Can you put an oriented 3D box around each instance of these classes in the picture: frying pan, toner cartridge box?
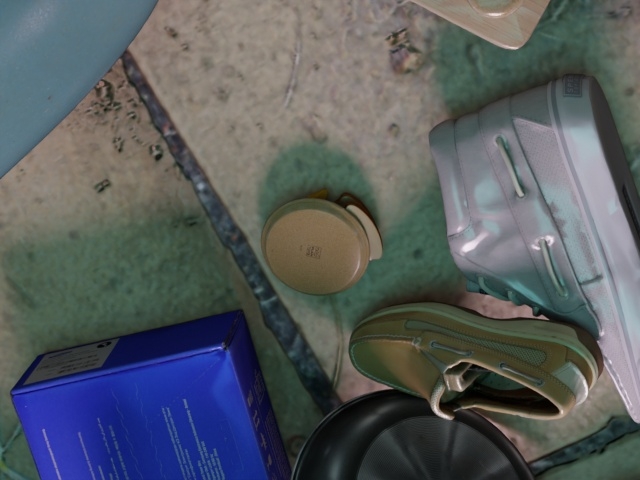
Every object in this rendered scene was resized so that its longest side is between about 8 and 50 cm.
[{"bbox_3d":[0.023,0.208,0.897,0.197,0.326,0.053,59,147,16],"label":"frying pan"},{"bbox_3d":[-0.092,0.237,1.018,0.165,0.075,0.348,-12,106,11],"label":"toner cartridge box"}]

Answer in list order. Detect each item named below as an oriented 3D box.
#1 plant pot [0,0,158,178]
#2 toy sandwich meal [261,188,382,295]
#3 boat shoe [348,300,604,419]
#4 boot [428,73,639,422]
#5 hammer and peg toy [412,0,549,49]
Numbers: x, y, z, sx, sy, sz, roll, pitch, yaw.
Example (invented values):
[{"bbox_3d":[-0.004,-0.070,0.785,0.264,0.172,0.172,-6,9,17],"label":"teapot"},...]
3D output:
[{"bbox_3d":[-0.222,-0.190,0.794,0.235,0.293,0.293,-38,100,0],"label":"plant pot"},{"bbox_3d":[0.000,0.000,0.956,0.085,0.029,0.086,5,119,9],"label":"toy sandwich meal"},{"bbox_3d":[0.089,0.086,0.911,0.190,0.072,0.068,-2,126,40],"label":"boat shoe"},{"bbox_3d":[0.161,0.022,0.922,0.123,0.095,0.258,-15,103,24],"label":"boot"},{"bbox_3d":[0.118,-0.259,0.806,0.361,0.127,0.266,26,107,-2],"label":"hammer and peg toy"}]
